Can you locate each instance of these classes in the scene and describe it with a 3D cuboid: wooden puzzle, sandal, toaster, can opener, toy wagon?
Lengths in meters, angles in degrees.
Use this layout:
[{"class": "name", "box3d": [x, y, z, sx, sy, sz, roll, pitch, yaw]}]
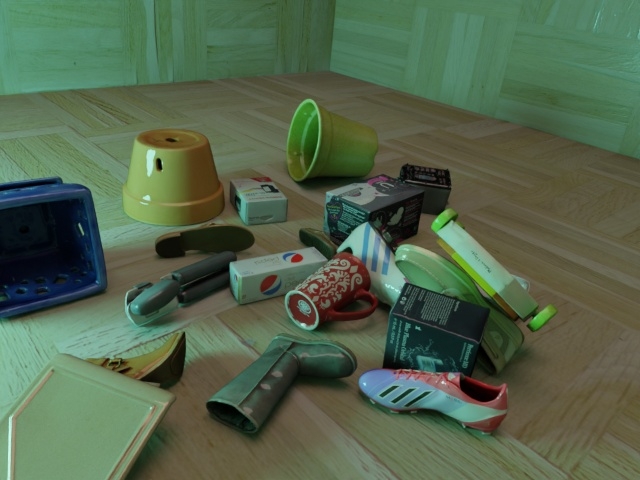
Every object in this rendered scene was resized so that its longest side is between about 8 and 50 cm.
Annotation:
[{"class": "wooden puzzle", "box3d": [-0.355, 0.283, 0.737, 0.220, 0.044, 0.239, 14, 43, 16]}, {"class": "sandal", "box3d": [-0.290, -0.017, 1.308, 0.239, 0.088, 0.079, -8, 36, -14]}, {"class": "toaster", "box3d": [0.326, -0.170, 1.693, 0.185, 0.110, 0.168, 9, 27, 5]}, {"class": "can opener", "box3d": [-0.272, 0.097, 1.097, 0.095, 0.076, 0.283, 4, 20, 42]}, {"class": "toy wagon", "box3d": [0.344, 0.071, 1.052, 0.267, 0.068, 0.344, 49, 8, 22]}]

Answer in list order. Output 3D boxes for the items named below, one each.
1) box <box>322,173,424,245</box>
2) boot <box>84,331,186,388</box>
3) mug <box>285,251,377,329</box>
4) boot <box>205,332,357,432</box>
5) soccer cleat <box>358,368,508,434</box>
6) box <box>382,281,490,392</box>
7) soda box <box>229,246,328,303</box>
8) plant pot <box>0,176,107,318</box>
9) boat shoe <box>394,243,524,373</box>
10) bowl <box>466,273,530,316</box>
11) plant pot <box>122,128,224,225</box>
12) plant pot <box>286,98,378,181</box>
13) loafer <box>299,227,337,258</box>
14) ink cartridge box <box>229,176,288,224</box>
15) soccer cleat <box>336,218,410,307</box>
[{"class": "box", "box3d": [0.146, -0.077, 1.448, 0.247, 0.142, 0.163, -21, 38, -41]}, {"class": "boot", "box3d": [-0.321, 0.213, 0.887, 0.152, 0.073, 0.197, 5, 25, 6]}, {"class": "mug", "box3d": [0.027, 0.110, 1.098, 0.150, 0.113, 0.169, 5, 25, 41]}, {"class": "boot", "box3d": [-0.059, 0.240, 0.881, 0.189, 0.076, 0.208, 3, 17, 25]}, {"class": "soccer cleat", "box3d": [0.189, 0.250, 0.886, 0.247, 0.095, 0.083, 14, 29, 14]}, {"class": "box", "box3d": [0.204, 0.180, 0.943, 0.158, 0.156, 0.093, 16, 40, 19]}, {"class": "soda box", "box3d": [-0.093, 0.077, 1.183, 0.216, 0.074, 0.069, -10, 31, -28]}, {"class": "plant pot", "box3d": [-0.605, -0.005, 1.085, 0.235, 0.236, 0.212, -17, 28, -36]}, {"class": "boat shoe", "box3d": [0.251, 0.129, 1.005, 0.302, 0.109, 0.098, 42, 70, -2]}, {"class": "bowl", "box3d": [0.401, 0.122, 1.216, 0.142, 0.053, 0.142, 20, 31, 24]}, {"class": "plant pot", "box3d": [-0.418, -0.194, 1.496, 0.290, 0.204, 0.291, 5, 28, -3]}, {"class": "plant pot", "box3d": [0.050, -0.325, 1.810, 0.253, 0.276, 0.276, 5, 26, -25]}, {"class": "loafer", "box3d": [0.000, 0.000, 1.365, 0.050, 0.056, 0.148, -21, 37, -30]}, {"class": "ink cartridge box", "box3d": [-0.183, -0.120, 1.539, 0.127, 0.072, 0.175, -7, 30, -24]}, {"class": "soccer cleat", "box3d": [0.152, 0.098, 1.178, 0.143, 0.116, 0.331, -37, 50, 7]}]
